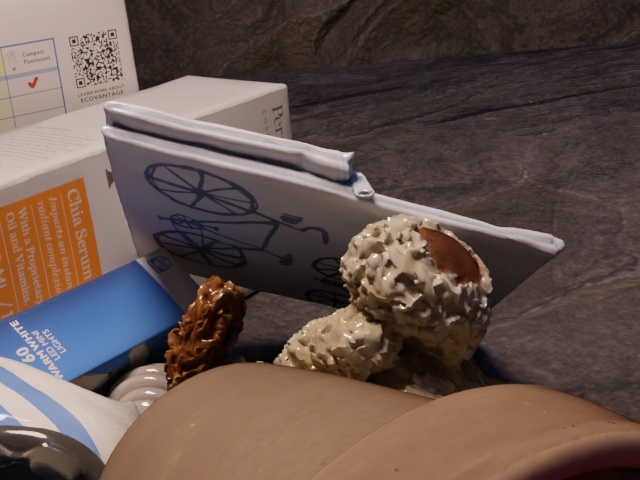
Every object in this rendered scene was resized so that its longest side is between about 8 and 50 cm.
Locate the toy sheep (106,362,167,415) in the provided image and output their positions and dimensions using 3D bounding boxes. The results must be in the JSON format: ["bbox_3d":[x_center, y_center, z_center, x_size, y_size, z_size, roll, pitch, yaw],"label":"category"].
[{"bbox_3d":[-0.136,0.143,0.805,0.091,0.091,0.132,-5,15,2],"label":"toy sheep"}]

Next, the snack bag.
[{"bbox_3d":[0.000,0.000,0.819,0.343,0.037,0.323,14,-18,-1],"label":"snack bag"}]

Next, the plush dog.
[{"bbox_3d":[-0.003,0.133,0.654,0.226,0.262,0.210,-6,-16,-28],"label":"plush dog"}]

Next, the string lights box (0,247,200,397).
[{"bbox_3d":[-0.221,0.112,0.818,0.077,0.133,0.260,46,42,15],"label":"string lights box"}]

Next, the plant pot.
[{"bbox_3d":[0.013,0.161,0.439,0.263,0.263,0.229,-18,24,-30],"label":"plant pot"}]

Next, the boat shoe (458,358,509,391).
[{"bbox_3d":[0.129,0.133,0.785,0.059,0.063,0.170,-15,20,-8],"label":"boat shoe"}]

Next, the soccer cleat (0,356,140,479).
[{"bbox_3d":[-0.266,0.116,0.599,0.331,0.116,0.143,13,13,1],"label":"soccer cleat"}]

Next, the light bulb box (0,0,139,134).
[{"bbox_3d":[-0.405,-0.111,1.170,0.358,0.360,0.225,-18,23,-31],"label":"light bulb box"}]

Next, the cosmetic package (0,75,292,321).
[{"bbox_3d":[-0.220,-0.011,1.041,0.162,0.230,0.453,10,26,35],"label":"cosmetic package"}]
